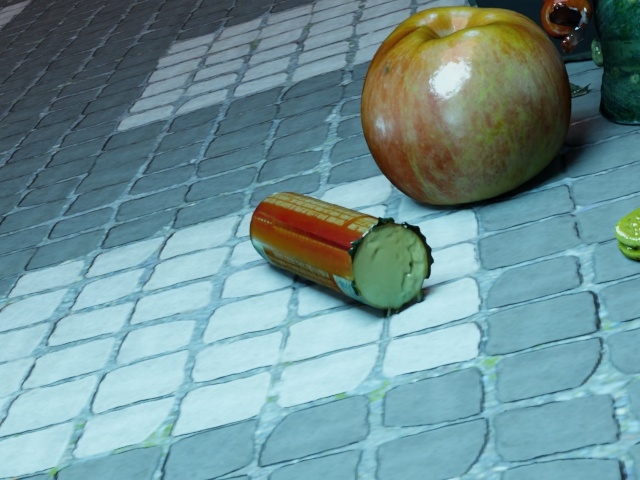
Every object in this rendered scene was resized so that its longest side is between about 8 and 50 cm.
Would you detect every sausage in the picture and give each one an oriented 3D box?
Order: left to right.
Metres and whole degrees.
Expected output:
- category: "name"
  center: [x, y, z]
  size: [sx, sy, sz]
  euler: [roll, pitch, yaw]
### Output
- category: "sausage"
  center: [0.000, 0.000, 1.399]
  size: [0.083, 0.083, 0.264]
  euler: [-25, 19, -20]

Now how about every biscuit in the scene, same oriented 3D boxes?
- category: "biscuit"
  center: [0.271, -0.010, 1.256]
  size: [0.084, 0.023, 0.084]
  euler: [-17, 17, 5]

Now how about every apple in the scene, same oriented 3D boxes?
- category: "apple"
  center: [0.137, -0.132, 1.507]
  size: [0.209, 0.164, 0.209]
  euler: [-15, 21, 6]

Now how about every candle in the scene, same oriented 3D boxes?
- category: "candle"
  center: [0.241, -0.275, 1.586]
  size: [0.051, 0.048, 0.329]
  euler: [-45, 17, 31]

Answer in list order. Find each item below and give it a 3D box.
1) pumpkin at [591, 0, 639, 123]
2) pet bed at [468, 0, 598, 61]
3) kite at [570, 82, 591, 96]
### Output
- category: "pumpkin"
  center: [0.390, -0.259, 1.583]
  size: [0.263, 0.197, 0.293]
  euler: [-7, 24, 25]
- category: "pet bed"
  center: [0.288, -0.304, 1.828]
  size: [0.211, 0.183, 0.159]
  euler: [-6, 30, 36]
- category: "kite"
  center: [0.193, -0.158, 1.764]
  size: [0.189, 0.009, 0.232]
  euler: [-32, 23, -35]
